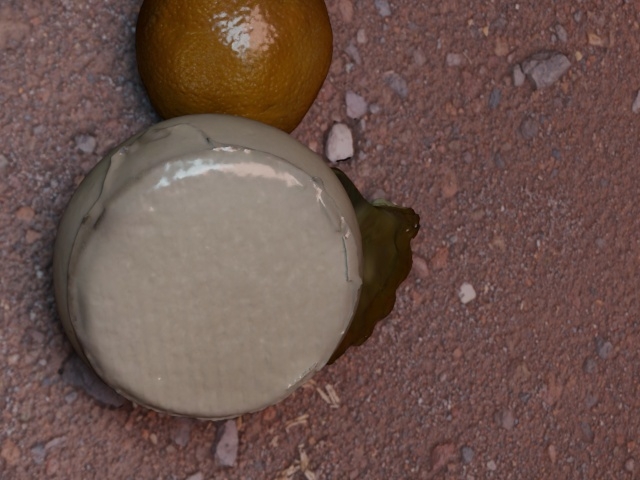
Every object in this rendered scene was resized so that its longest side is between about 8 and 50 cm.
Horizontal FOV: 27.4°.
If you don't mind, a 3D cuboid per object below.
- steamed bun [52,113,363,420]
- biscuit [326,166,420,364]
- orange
[{"bbox_3d":[-0.138,0.023,1.590,0.375,0.241,0.374,-4,109,-10],"label":"steamed bun"},{"bbox_3d":[0.000,0.000,1.804,0.335,0.078,0.329,-26,103,-30],"label":"biscuit"},{"bbox_3d":[-0.109,-0.240,1.666,0.264,0.264,0.264,4,83,-32],"label":"orange"}]
